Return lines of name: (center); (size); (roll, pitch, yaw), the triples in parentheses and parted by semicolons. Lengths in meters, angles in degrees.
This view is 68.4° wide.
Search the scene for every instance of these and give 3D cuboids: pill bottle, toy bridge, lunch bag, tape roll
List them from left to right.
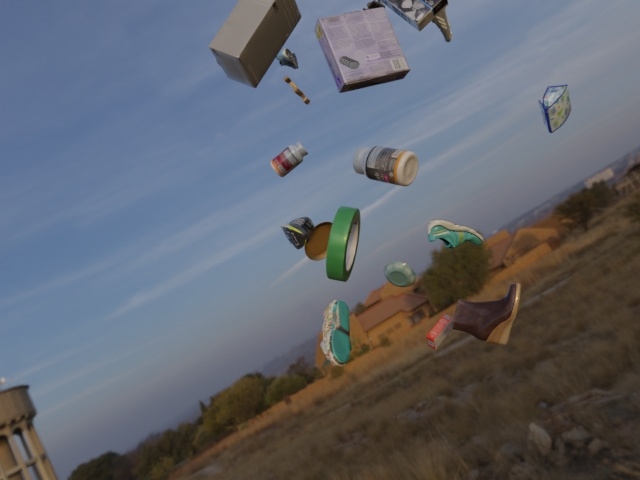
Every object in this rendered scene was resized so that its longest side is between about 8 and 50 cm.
pill bottle: (-0.127, -0.338, 1.948); (0.152, 0.086, 0.086); (-37, -12, 11)
toy bridge: (-0.101, -0.685, 2.171); (0.026, 0.188, 0.063); (-44, -26, 14)
tape roll: (0.101, 0.015, 2.027); (0.077, 0.321, 0.321); (11, -3, 13)
pill bottle: (0.298, -0.351, 2.182); (0.278, 0.162, 0.162); (18, 25, 38)
lunch bag: (0.941, -0.530, 1.900); (0.096, 0.129, 0.151); (7, 54, 43)

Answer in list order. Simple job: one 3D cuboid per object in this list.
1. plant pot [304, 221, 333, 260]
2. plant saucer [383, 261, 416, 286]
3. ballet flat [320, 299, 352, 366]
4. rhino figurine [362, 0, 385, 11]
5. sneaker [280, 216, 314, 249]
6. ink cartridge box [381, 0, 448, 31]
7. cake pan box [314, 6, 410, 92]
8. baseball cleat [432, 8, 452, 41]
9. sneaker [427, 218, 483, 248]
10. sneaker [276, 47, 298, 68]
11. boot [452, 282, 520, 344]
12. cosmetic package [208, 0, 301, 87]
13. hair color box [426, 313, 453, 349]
plant pot: (0.000, 0.000, 2.608); (0.236, 0.032, 0.236); (-21, -55, -32)
plant saucer: (0.455, 0.208, 2.732); (0.195, 0.195, 0.037); (-39, 11, 43)
ballet flat: (0.038, 0.261, 1.281); (0.077, 0.091, 0.241); (-40, 19, 26)
rhino figurine: (0.262, -1.112, 2.286); (0.106, 0.073, 0.243); (-10, 0, 5)
sneaker: (-0.083, -0.047, 1.923); (0.121, 0.111, 0.300); (-33, 14, -6)
ink cartridge box: (0.377, -1.059, 2.031); (0.165, 0.333, 0.065); (-44, -27, 8)
cake pan box: (0.143, -0.633, 1.556); (0.266, 0.246, 0.070); (-20, -5, -19)
baseball cleat: (0.539, -1.010, 2.169); (0.109, 0.206, 0.072); (-16, 20, 10)
sneaker: (0.589, -0.014, 2.076); (0.275, 0.110, 0.107); (13, -5, -16)
sneaker: (-0.156, -0.842, 2.194); (0.073, 0.063, 0.162); (-13, -8, 21)
boot: (0.608, 0.250, 1.728); (0.090, 0.206, 0.248); (-13, -62, -63)
cosmetic package: (-0.159, -0.519, 1.171); (0.238, 0.107, 0.127); (-64, -20, -9)
hair color box: (0.515, 0.392, 2.026); (0.141, 0.043, 0.072); (-42, -46, -25)
